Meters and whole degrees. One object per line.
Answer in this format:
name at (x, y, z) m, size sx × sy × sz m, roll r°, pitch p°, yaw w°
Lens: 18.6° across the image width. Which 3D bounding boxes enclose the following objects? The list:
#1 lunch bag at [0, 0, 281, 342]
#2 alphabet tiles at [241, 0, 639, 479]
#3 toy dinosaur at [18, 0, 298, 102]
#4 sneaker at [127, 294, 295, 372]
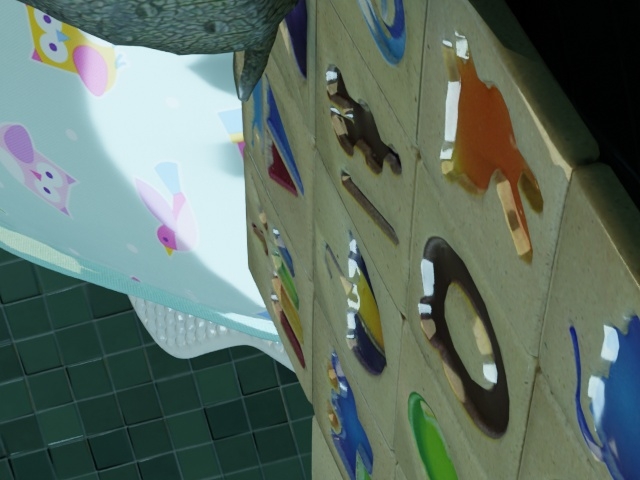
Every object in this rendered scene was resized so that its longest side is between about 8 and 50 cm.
lunch bag at (-0.046, -0.092, 0.681) m, size 0.262 × 0.160 × 0.223 m, roll 23°, pitch 138°, yaw 41°
alphabet tiles at (0.043, 0.076, 0.430) m, size 0.285 × 0.011 × 0.342 m, roll 91°, pitch 158°, yaw -50°
toy dinosaur at (-0.051, -0.098, 0.310) m, size 0.160 × 0.121 × 0.313 m, roll 55°, pitch 161°, yaw 35°
sneaker at (0.000, 0.000, 1.066) m, size 0.321 × 0.127 × 0.126 m, roll 2°, pitch 115°, yaw 63°
